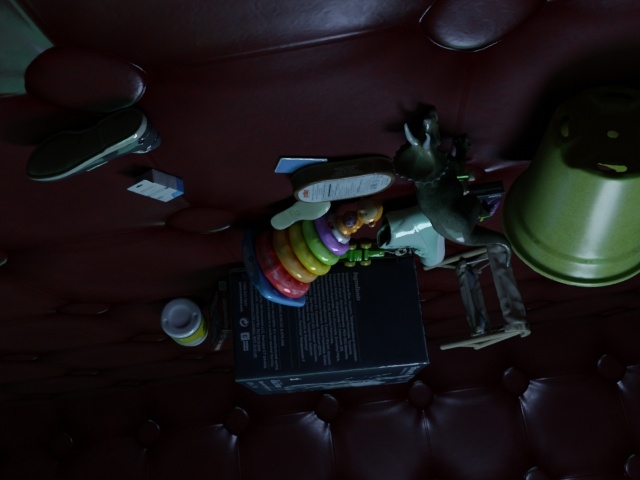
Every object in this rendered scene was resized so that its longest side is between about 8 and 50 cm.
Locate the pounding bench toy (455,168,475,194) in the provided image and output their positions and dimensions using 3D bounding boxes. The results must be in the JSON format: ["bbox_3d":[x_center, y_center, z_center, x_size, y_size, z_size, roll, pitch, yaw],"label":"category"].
[{"bbox_3d":[0.242,-0.112,1.151,0.065,0.052,0.083,1,159,-22],"label":"pounding bench toy"}]

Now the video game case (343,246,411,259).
[{"bbox_3d":[0.157,0.051,1.631,0.173,0.022,0.190,-11,162,7],"label":"video game case"}]

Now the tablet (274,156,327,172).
[{"bbox_3d":[-0.034,-0.130,1.060,0.083,0.006,0.054,-1,160,-17],"label":"tablet"}]

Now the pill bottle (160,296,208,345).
[{"bbox_3d":[-0.401,0.250,1.831,0.119,0.119,0.208,-6,161,-4],"label":"pill bottle"}]

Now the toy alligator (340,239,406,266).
[{"bbox_3d":[0.114,0.025,1.503,0.189,0.056,0.051,-5,-157,-13],"label":"toy alligator"}]

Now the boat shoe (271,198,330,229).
[{"bbox_3d":[-0.036,-0.062,1.204,0.137,0.049,0.043,-22,-161,29],"label":"boat shoe"}]

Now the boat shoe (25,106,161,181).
[{"bbox_3d":[-0.322,-0.123,0.868,0.206,0.075,0.065,-18,156,15],"label":"boat shoe"}]

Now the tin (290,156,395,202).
[{"bbox_3d":[0.042,-0.107,1.100,0.189,0.040,0.106,-9,158,-5],"label":"tin"}]

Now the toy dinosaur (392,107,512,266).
[{"bbox_3d":[0.212,-0.071,1.025,0.121,0.314,0.160,-11,-159,42],"label":"toy dinosaur"}]

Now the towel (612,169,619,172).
[{"bbox_3d":[0.702,-0.170,1.214,0.102,0.021,0.237,4,157,-33],"label":"towel"}]

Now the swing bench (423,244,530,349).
[{"bbox_3d":[0.445,0.151,1.676,0.165,0.253,0.254,6,157,-35],"label":"swing bench"}]

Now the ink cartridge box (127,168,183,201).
[{"bbox_3d":[-0.279,-0.095,1.031,0.048,0.028,0.083,-20,158,31],"label":"ink cartridge box"}]

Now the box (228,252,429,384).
[{"bbox_3d":[0.021,0.252,1.702,0.471,0.297,0.480,-7,162,0],"label":"box"}]

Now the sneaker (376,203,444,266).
[{"bbox_3d":[0.197,-0.008,1.363,0.151,0.094,0.256,-14,151,0],"label":"sneaker"}]

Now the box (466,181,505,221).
[{"bbox_3d":[0.324,-0.075,1.323,0.116,0.029,0.162,-9,160,2],"label":"box"}]

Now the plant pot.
[{"bbox_3d":[0.448,-0.102,0.999,0.276,0.276,0.254,-10,149,6],"label":"plant pot"}]

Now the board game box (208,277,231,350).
[{"bbox_3d":[-0.289,0.216,1.739,0.027,0.145,0.281,-1,159,-16],"label":"board game box"}]

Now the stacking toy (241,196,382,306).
[{"bbox_3d":[0.000,0.000,1.266,0.302,0.175,0.165,-30,152,23],"label":"stacking toy"}]
